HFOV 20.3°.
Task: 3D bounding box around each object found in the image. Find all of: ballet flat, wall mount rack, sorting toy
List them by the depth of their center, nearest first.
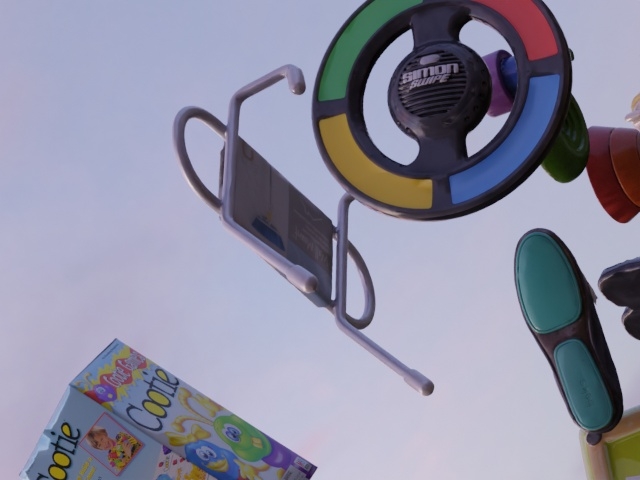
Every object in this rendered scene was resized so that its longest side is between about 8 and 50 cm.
[{"bbox_3d":[0.238,0.085,1.696,0.074,0.203,0.074,-19,-5,-2],"label":"ballet flat"},{"bbox_3d":[0.000,0.000,1.786,0.350,0.130,0.304,42,-145,-39],"label":"wall mount rack"},{"bbox_3d":[0.311,-0.132,1.953,0.365,0.126,0.127,28,-130,-49],"label":"sorting toy"}]

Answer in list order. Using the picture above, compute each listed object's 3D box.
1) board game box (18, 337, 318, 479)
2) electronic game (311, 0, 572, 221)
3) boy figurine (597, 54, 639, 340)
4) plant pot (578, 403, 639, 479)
[{"bbox_3d":[-0.167,0.257,1.989,0.144,0.275,0.142,-59,-3,24],"label":"board game box"},{"bbox_3d":[0.099,-0.125,1.497,0.229,0.229,0.048,-58,-30,-3],"label":"electronic game"},{"bbox_3d":[0.290,-0.066,1.449,0.177,0.092,0.285,48,-138,-41],"label":"boy figurine"},{"bbox_3d":[0.383,0.257,1.718,0.227,0.228,0.207,-25,-36,27],"label":"plant pot"}]
